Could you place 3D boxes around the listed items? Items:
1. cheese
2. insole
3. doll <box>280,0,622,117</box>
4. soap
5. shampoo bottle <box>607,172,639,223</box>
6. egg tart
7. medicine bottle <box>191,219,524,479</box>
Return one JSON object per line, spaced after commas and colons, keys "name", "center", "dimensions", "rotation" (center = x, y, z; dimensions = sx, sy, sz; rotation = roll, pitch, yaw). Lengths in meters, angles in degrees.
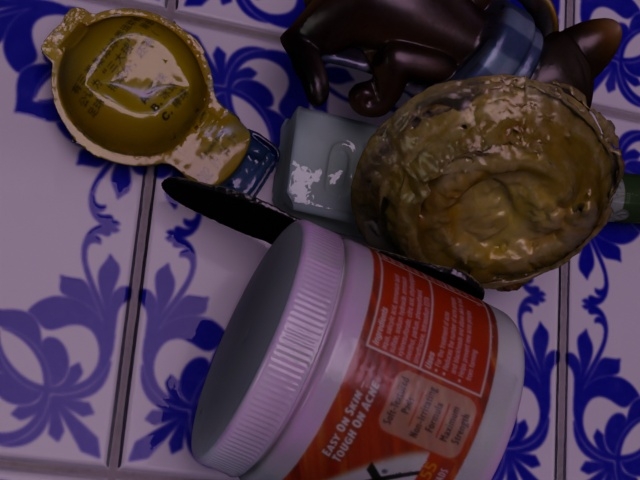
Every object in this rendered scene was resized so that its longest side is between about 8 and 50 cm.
{"name": "cheese", "center": [-0.166, -0.139, 1.196], "dimensions": [0.270, 0.069, 0.177], "rotation": [36, 68, -10]}
{"name": "insole", "center": [0.000, 0.000, 1.160], "dimensions": [0.348, 0.119, 0.009], "rotation": [18, 72, 9]}
{"name": "doll", "center": [0.141, -0.216, 1.251], "dimensions": [0.339, 0.209, 0.318], "rotation": [29, 68, -14]}
{"name": "soap", "center": [0.052, -0.065, 1.255], "dimensions": [0.198, 0.066, 0.119], "rotation": [12, 71, -16]}
{"name": "shampoo bottle", "center": [0.399, -0.047, 1.378], "dimensions": [0.204, 0.065, 0.065], "rotation": [3, 76, -19]}
{"name": "egg tart", "center": [0.170, -0.041, 1.145], "dimensions": [0.278, 0.279, 0.095], "rotation": [16, 39, -15]}
{"name": "medicine bottle", "center": [0.034, 0.139, 1.096], "dimensions": [0.240, 0.252, 0.253], "rotation": [25, 70, -11]}
